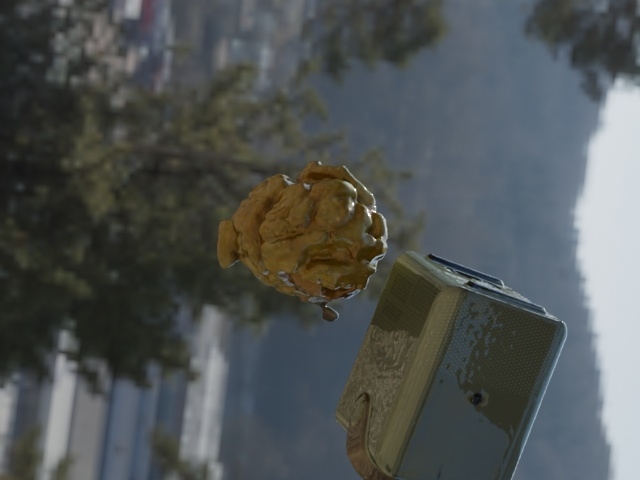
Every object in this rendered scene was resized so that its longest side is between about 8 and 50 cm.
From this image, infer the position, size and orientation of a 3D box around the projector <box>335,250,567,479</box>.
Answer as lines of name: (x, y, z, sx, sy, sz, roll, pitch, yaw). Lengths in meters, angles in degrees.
projector: (0.125, 0.149, 1.990, 0.177, 0.163, 0.242, -144, -107, -71)

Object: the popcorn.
popcorn: (-0.017, -0.009, 2.032, 0.140, 0.163, 0.194, -64, -174, -14)
